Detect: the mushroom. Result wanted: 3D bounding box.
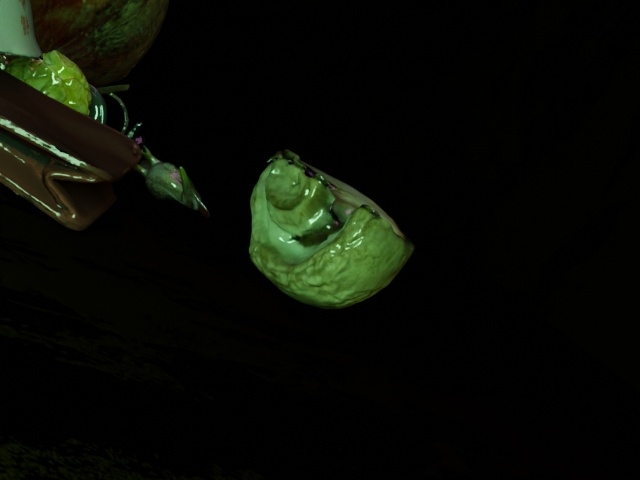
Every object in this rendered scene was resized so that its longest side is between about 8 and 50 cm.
[{"bbox_3d":[0.003,0.001,1.814,0.267,0.164,0.190,36,5,39],"label":"mushroom"}]

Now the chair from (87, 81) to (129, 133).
[{"bbox_3d":[-0.315,-0.175,1.845,0.104,0.095,0.221,23,8,7],"label":"chair"}]

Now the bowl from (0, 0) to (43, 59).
[{"bbox_3d":[-0.477,-0.326,1.562,0.346,0.157,0.345,14,7,-2],"label":"bowl"}]

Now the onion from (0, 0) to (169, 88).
[{"bbox_3d":[-0.377,-0.364,1.868,0.354,0.353,0.353,32,9,-6],"label":"onion"}]

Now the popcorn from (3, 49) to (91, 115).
[{"bbox_3d":[-0.352,-0.186,1.700,0.121,0.116,0.106,36,-15,-3],"label":"popcorn"}]

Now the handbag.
[{"bbox_3d":[-0.349,-0.124,1.521,0.276,0.084,0.260,32,11,-3],"label":"handbag"}]

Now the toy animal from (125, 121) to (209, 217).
[{"bbox_3d":[-0.214,-0.087,1.836,0.202,0.070,0.105,35,-11,36],"label":"toy animal"}]
